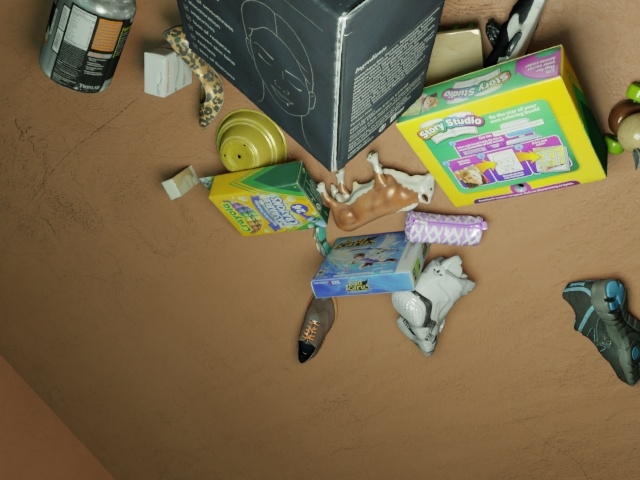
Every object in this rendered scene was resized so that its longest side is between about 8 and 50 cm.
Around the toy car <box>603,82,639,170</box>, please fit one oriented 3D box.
[{"bbox_3d":[0.695,-0.226,1.335,0.149,0.188,0.155,19,123,10],"label":"toy car"}]

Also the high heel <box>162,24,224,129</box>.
[{"bbox_3d":[-0.338,-0.419,1.621,0.186,0.093,0.261,4,119,-31],"label":"high heel"}]

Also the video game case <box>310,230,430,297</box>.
[{"bbox_3d":[0.139,0.057,1.670,0.270,0.244,0.061,-7,114,23],"label":"video game case"}]

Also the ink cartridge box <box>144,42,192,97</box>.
[{"bbox_3d":[-0.397,-0.451,1.642,0.063,0.150,0.109,16,122,11],"label":"ink cartridge box"}]

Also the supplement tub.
[{"bbox_3d":[-0.600,-0.561,1.632,0.193,0.193,0.316,35,123,-1],"label":"supplement tub"}]

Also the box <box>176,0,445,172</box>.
[{"bbox_3d":[-0.038,-0.466,1.188,0.480,0.297,0.472,43,166,15],"label":"box"}]

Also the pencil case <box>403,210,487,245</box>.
[{"bbox_3d":[0.315,-0.034,1.617,0.206,0.086,0.088,3,152,-6],"label":"pencil case"}]

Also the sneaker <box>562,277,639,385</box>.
[{"bbox_3d":[0.751,0.233,1.637,0.140,0.125,0.341,-1,124,52],"label":"sneaker"}]

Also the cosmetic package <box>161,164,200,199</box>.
[{"bbox_3d":[-0.404,-0.170,1.824,0.041,0.115,0.060,-17,111,28],"label":"cosmetic package"}]

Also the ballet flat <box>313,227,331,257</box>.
[{"bbox_3d":[0.000,0.000,1.816,0.041,0.041,0.114,-9,114,25],"label":"ballet flat"}]

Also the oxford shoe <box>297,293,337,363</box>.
[{"bbox_3d":[-0.014,0.270,1.934,0.097,0.098,0.271,19,123,10],"label":"oxford shoe"}]

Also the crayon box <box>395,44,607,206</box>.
[{"bbox_3d":[0.401,-0.232,1.388,0.363,0.106,0.313,-10,139,36],"label":"crayon box"}]

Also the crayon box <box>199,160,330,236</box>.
[{"bbox_3d":[-0.160,-0.105,1.739,0.323,0.083,0.203,-6,145,24],"label":"crayon box"}]

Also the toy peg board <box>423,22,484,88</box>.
[{"bbox_3d":[0.298,-0.422,1.455,0.161,0.079,0.160,0,133,21],"label":"toy peg board"}]

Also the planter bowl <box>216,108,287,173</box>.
[{"bbox_3d":[-0.208,-0.244,1.725,0.217,0.090,0.217,9,121,16],"label":"planter bowl"}]

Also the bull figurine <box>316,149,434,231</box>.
[{"bbox_3d":[0.144,-0.130,1.652,0.310,0.101,0.188,-27,102,28],"label":"bull figurine"}]

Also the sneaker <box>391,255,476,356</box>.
[{"bbox_3d":[0.320,0.178,1.724,0.137,0.210,0.366,45,170,31],"label":"sneaker"}]

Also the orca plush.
[{"bbox_3d":[0.402,-0.461,1.351,0.102,0.151,0.287,27,122,20],"label":"orca plush"}]
